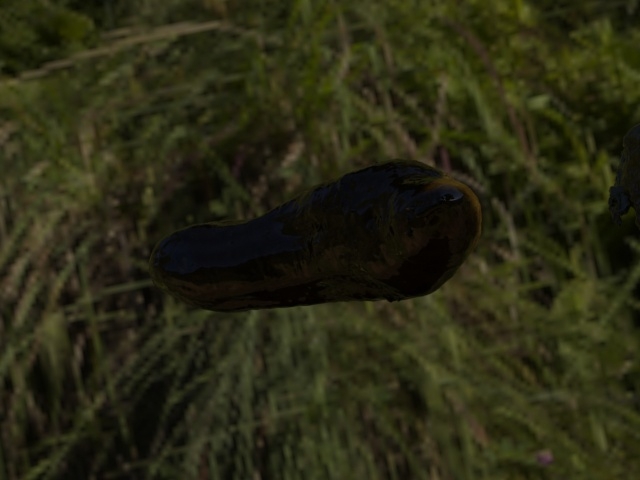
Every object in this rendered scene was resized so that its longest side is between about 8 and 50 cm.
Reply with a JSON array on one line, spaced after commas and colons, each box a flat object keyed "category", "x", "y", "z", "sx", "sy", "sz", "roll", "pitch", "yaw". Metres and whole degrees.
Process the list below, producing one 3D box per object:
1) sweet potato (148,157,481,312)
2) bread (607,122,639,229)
[{"category": "sweet potato", "x": 0.001, "y": 0.001, "z": 0.631, "sx": 0.182, "sy": 0.054, "sz": 0.053, "roll": -13, "pitch": -44, "yaw": 45}, {"category": "bread", "x": 0.247, "y": -0.062, "z": 0.945, "sx": 0.156, "sy": 0.110, "sz": 0.103, "roll": -19, "pitch": 43, "yaw": -15}]
